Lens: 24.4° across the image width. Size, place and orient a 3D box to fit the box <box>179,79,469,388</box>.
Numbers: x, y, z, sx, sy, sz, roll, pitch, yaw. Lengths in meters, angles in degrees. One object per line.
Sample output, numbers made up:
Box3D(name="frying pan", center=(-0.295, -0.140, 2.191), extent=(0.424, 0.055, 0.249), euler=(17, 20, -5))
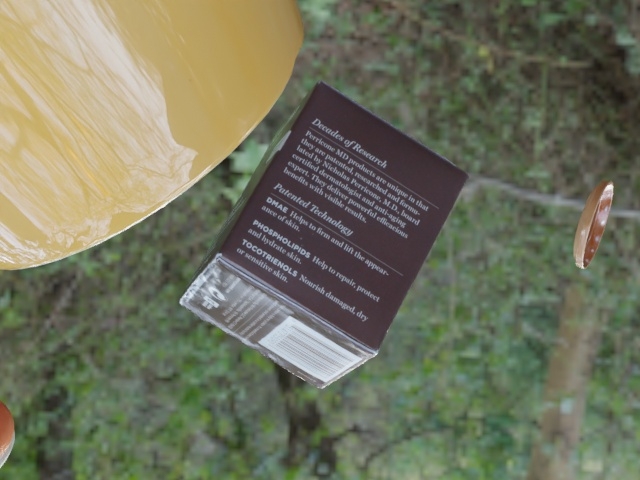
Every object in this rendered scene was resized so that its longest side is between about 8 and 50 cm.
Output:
Box3D(name="box", center=(0.000, 0.000, 1.368), extent=(0.167, 0.203, 0.168), euler=(31, 156, -6))

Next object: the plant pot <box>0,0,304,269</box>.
Box3D(name="plant pot", center=(-0.104, -0.101, 0.409), extent=(0.205, 0.205, 0.188), euler=(-2, 132, 44))

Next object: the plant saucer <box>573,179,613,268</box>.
Box3D(name="plant saucer", center=(0.246, -0.015, 1.342), extent=(0.013, 0.083, 0.083), euler=(17, 179, 19))

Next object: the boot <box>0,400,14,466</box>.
Box3D(name="boot", center=(-0.205, 0.096, 0.762), extent=(0.084, 0.059, 0.158), euler=(-50, 160, 24))
